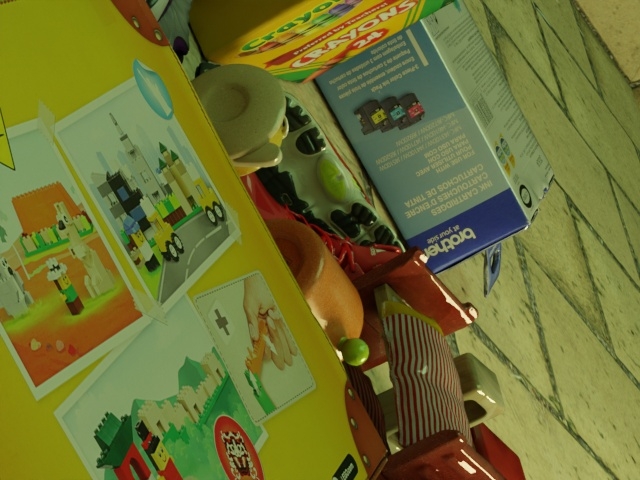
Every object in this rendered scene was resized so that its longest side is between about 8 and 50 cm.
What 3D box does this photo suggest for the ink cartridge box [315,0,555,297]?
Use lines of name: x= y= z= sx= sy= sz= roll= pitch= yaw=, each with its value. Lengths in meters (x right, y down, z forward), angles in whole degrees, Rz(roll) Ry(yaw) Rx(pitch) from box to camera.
ink cartridge box: x=0.141 y=-0.133 z=2.193 sx=0.395 sy=0.151 sz=0.270 roll=59 pitch=19 yaw=-6

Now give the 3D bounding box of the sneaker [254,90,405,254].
sneaker: x=0.012 y=-0.023 z=1.778 sx=0.279 sy=0.107 sz=0.118 roll=64 pitch=9 yaw=-4

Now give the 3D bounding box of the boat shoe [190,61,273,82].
boat shoe: x=-0.110 y=-0.094 z=1.614 sx=0.079 sy=0.084 sz=0.233 roll=24 pitch=29 yaw=4

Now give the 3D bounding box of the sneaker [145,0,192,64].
sneaker: x=-0.147 y=-0.207 z=1.667 sx=0.224 sy=0.083 sz=0.098 roll=-71 pitch=152 yaw=-60

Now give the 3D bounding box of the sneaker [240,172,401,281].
sneaker: x=0.000 y=0.000 z=1.611 sx=0.087 sy=0.128 sz=0.221 roll=-97 pitch=165 yaw=-46

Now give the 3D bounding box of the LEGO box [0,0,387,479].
LEGO box: x=-0.176 y=0.073 z=0.976 sx=0.372 sy=0.193 sz=0.500 roll=62 pitch=18 yaw=-5

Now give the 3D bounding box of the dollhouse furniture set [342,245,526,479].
dollhouse furniture set: x=0.121 y=0.194 z=1.639 sx=0.374 sy=0.152 sz=0.201 roll=43 pitch=27 yaw=-47

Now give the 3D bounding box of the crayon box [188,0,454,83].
crayon box: x=-0.007 y=-0.248 z=1.873 sx=0.081 sy=0.202 sz=0.318 roll=66 pitch=20 yaw=10

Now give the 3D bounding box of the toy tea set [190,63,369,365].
toy tea set: x=-0.090 y=-0.009 z=1.370 sx=0.124 sy=0.200 sz=0.336 roll=69 pitch=4 yaw=-53
